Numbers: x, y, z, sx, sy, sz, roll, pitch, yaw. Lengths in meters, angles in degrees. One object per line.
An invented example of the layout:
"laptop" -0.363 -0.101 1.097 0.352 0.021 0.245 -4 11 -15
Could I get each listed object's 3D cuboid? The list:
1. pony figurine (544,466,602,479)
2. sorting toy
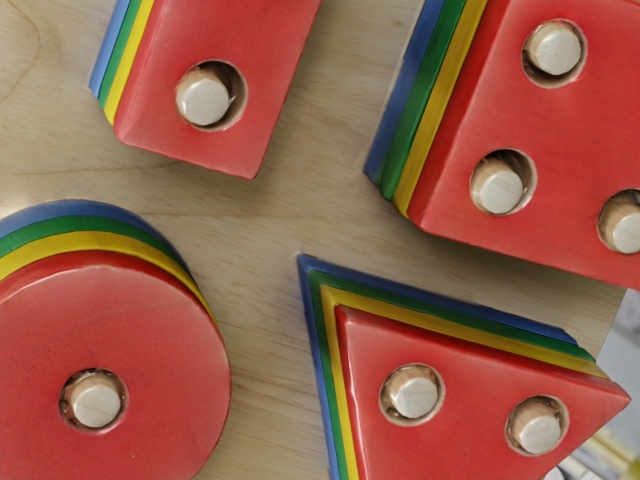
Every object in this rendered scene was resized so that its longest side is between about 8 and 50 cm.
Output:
"pony figurine" -0.019 0.199 1.086 0.351 0.303 0.363 -45 1 -38
"sorting toy" 0.000 0.000 0.591 0.255 0.257 0.089 -69 22 14
